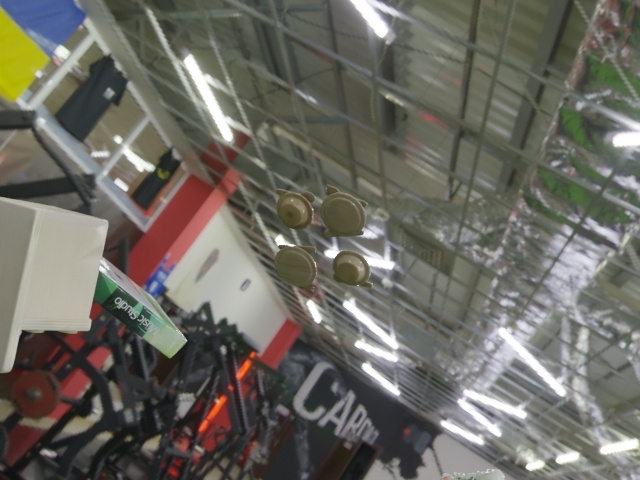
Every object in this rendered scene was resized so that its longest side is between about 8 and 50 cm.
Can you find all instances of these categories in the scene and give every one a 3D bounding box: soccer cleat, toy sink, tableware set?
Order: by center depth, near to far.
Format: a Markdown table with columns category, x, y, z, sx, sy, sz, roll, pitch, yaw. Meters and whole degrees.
| category | x | y | z | sx | sy | sz | roll | pitch | yaw |
| --- | --- | --- | --- | --- | --- | --- | --- | --- | --- |
| tableware set | 0.000 | 0.000 | 0.956 | 0.141 | 0.020 | 0.168 | 9 | -61 | 22 |
| toy sink | -0.425 | 0.065 | 1.045 | 0.153 | 0.234 | 0.131 | 12 | 0 | 37 |
| soccer cleat | 0.233 | 0.406 | 1.148 | 0.076 | 0.068 | 0.196 | 47 | -33 | 16 |

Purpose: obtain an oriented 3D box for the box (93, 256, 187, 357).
| category | x | y | z | sx | sy | sz | roll | pitch | yaw |
| --- | --- | --- | --- | --- | --- | --- | --- | --- | --- |
| box | -0.424 | 0.086 | 1.396 | 0.322 | 0.058 | 0.232 | 46 | -8 | -34 |
